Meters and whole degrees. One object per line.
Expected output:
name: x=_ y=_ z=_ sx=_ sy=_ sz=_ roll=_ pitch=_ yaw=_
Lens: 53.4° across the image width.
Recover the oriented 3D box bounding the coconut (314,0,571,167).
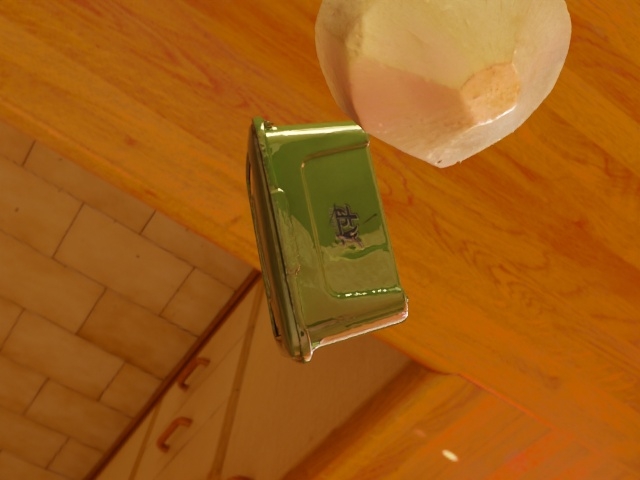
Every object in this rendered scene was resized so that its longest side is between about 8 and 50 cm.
coconut: x=0.114 y=-0.188 z=0.607 sx=0.237 sy=0.236 sz=0.197 roll=-18 pitch=127 yaw=15

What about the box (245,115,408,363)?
box: x=0.000 y=0.000 z=0.905 sx=0.178 sy=0.253 sz=0.328 roll=-9 pitch=82 yaw=-10
